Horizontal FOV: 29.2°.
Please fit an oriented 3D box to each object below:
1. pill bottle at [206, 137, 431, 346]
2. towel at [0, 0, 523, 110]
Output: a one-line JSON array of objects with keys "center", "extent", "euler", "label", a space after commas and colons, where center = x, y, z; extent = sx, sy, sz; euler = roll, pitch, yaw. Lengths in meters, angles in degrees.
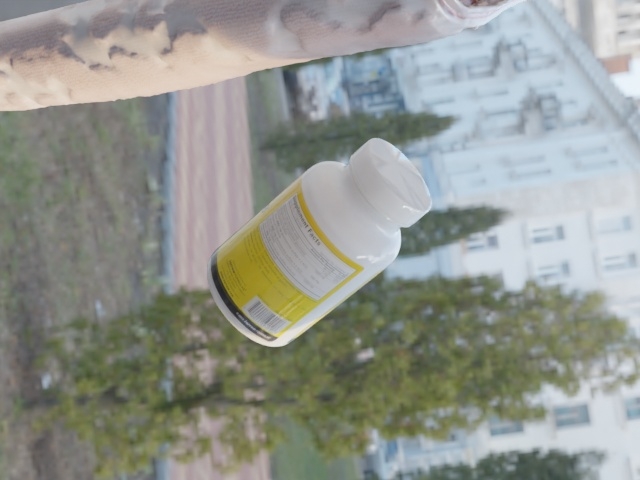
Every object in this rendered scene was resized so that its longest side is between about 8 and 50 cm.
[{"center": [0.000, 0.000, 1.015], "extent": [0.103, 0.184, 0.103], "euler": [38, 28, -25], "label": "pill bottle"}, {"center": [-0.015, -0.127, 0.695], "extent": [0.317, 0.331, 0.053], "euler": [-25, 107, -56], "label": "towel"}]
